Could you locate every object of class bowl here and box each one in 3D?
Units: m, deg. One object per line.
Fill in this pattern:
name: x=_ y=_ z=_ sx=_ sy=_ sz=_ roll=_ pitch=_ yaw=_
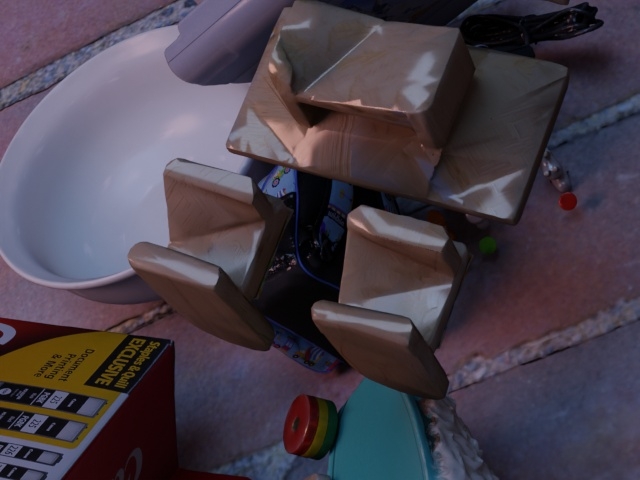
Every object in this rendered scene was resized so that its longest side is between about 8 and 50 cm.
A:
bowl: x=-0.150 y=-0.049 z=1.367 sx=0.298 sy=0.134 sz=0.298 roll=-18 pitch=49 yaw=21

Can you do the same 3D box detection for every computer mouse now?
computer mouse: x=0.102 y=-0.139 z=1.260 sx=0.262 sy=0.060 sz=0.184 roll=-40 pitch=20 yaw=-25

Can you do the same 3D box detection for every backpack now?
backpack: x=0.000 y=0.000 z=1.218 sx=0.117 sy=0.158 sz=0.173 roll=-31 pitch=44 yaw=31

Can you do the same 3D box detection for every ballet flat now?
ballet flat: x=0.087 y=0.269 z=0.974 sx=0.147 sy=0.147 sz=0.409 roll=-21 pitch=44 yaw=17

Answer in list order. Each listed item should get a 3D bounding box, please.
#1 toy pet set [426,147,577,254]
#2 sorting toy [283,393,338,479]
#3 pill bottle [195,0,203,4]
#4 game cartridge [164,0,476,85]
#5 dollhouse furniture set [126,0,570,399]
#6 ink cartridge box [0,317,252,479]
toy pet set: x=0.148 y=-0.049 z=1.250 sx=0.122 sy=0.065 sz=0.114 roll=-28 pitch=81 yaw=15
sorting toy: x=-0.047 y=0.254 z=1.071 sx=0.132 sy=0.046 sz=0.274 roll=-38 pitch=41 yaw=56
pill bottle: x=-0.043 y=-0.331 z=1.528 sx=0.121 sy=0.121 sz=0.216 roll=14 pitch=65 yaw=38
game cartridge: x=0.029 y=-0.207 z=1.257 sx=0.198 sy=0.297 sz=0.062 roll=-29 pitch=79 yaw=39
dollhouse furniture set: x=0.139 y=-0.054 z=1.021 sx=0.394 sy=0.256 sz=0.362 roll=16 pitch=73 yaw=22
ink cartridge box: x=-0.222 y=0.187 z=1.091 sx=0.272 sy=0.130 sz=0.309 roll=6 pitch=24 yaw=14
